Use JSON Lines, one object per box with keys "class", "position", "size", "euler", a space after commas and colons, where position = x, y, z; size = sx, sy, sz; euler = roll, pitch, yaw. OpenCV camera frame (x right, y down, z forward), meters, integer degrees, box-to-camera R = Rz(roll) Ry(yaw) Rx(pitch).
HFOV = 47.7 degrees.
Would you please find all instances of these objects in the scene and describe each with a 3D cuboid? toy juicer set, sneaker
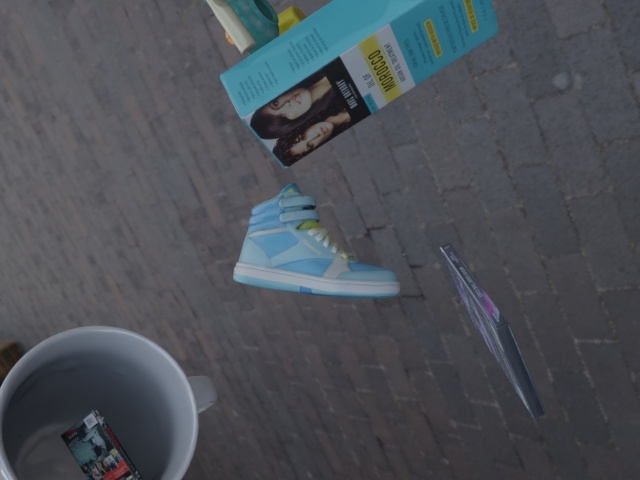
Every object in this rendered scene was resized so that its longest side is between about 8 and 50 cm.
{"class": "toy juicer set", "position": [-0.110, -0.335, 1.220], "size": [0.089, 0.329, 0.209], "euler": [-34, 70, 27]}
{"class": "sneaker", "position": [0.000, 0.000, 1.363], "size": [0.319, 0.208, 0.127], "euler": [7, 174, 9]}

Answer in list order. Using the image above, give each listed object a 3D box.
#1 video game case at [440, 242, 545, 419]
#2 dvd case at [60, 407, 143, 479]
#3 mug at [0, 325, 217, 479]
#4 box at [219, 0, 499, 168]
{"class": "video game case", "position": [0.281, 0.142, 1.207], "size": [0.196, 0.026, 0.274], "euler": [62, -175, -27]}
{"class": "dvd case", "position": [-0.307, 0.304, 1.013], "size": [0.087, 0.013, 0.119], "euler": [-38, 85, 29]}
{"class": "mug", "position": [-0.332, 0.305, 1.129], "size": [0.276, 0.374, 0.328], "euler": [61, 141, 14]}
{"class": "box", "position": [0.038, -0.172, 0.669], "size": [0.060, 0.244, 0.100], "euler": [62, -172, 30]}
